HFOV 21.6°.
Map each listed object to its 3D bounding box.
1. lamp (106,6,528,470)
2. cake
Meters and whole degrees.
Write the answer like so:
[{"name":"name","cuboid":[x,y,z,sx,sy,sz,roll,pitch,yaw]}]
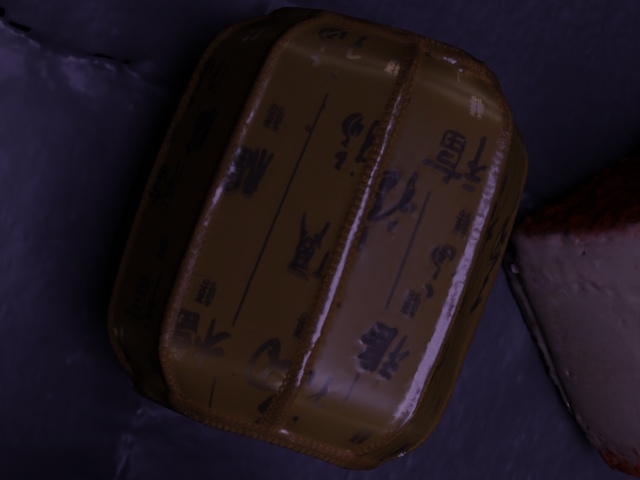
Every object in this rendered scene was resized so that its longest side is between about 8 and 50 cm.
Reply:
[{"name":"lamp","cuboid":[0.000,0.000,0.734,0.161,0.161,0.185,19,86,-28]},{"name":"cake","cuboid":[0.251,-0.003,0.861,0.262,0.159,0.158,-34,108,-22]}]
